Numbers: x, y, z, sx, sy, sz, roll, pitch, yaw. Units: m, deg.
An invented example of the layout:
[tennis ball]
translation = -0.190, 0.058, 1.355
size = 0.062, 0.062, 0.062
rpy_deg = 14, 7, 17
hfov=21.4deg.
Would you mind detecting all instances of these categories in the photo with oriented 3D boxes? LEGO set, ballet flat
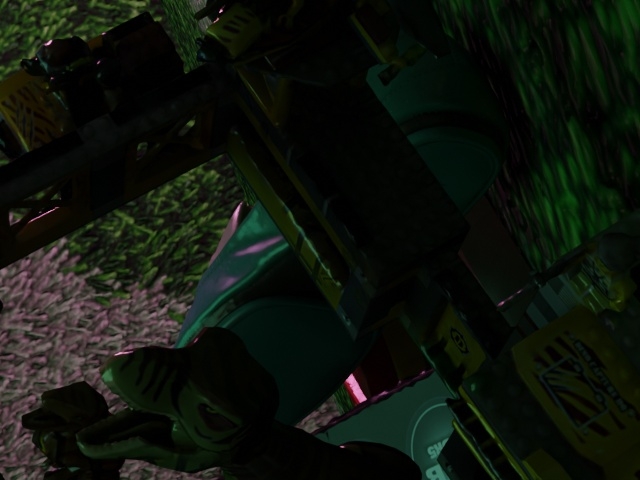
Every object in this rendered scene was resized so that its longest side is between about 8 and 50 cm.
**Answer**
[LEGO set]
translation = -0.006, 0.036, 0.458
size = 0.331, 0.255, 0.192
rpy_deg = 63, 163, 19
[ballet flat]
translation = 0.000, 0.000, 0.738
size = 0.247, 0.083, 0.087
rpy_deg = -51, 33, 39

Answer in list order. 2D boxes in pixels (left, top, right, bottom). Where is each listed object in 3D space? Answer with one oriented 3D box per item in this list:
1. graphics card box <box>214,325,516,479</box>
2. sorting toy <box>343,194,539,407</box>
[graphics card box]
translation = 0.088, 0.234, 0.650
size = 0.233, 0.094, 0.371
rpy_deg = -33, 77, 44
[sorting toy]
translation = 0.075, 0.103, 0.850
size = 0.257, 0.089, 0.255
rpy_deg = 73, 172, -54
